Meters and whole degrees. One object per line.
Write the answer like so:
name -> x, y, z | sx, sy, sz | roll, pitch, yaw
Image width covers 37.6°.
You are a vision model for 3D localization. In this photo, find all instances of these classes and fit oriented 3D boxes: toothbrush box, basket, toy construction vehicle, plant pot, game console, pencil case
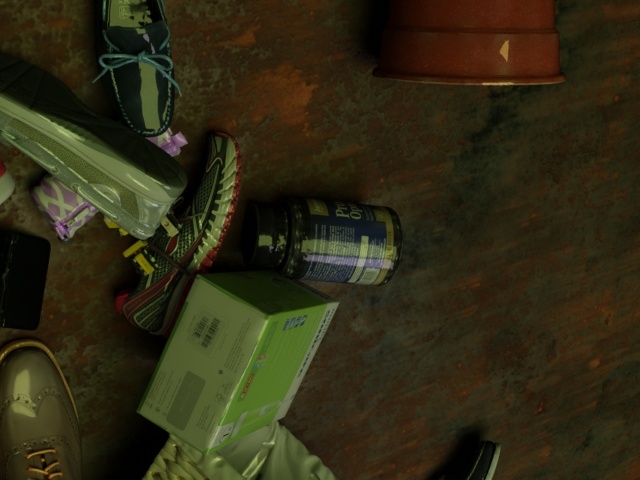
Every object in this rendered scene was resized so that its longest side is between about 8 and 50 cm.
toothbrush box -> -0.106, 0.158, 1.321 | 0.206, 0.122, 0.283 | -65, 161, 9
basket -> -0.096, 0.459, 1.371 | 0.266, 0.328, 0.331 | -53, 155, 6
toy construction vehicle -> -0.228, -0.014, 1.232 | 0.086, 0.035, 0.098 | -38, 98, 11
plant pot -> 0.209, -0.359, 1.297 | 0.272, 0.272, 0.265 | -8, 107, -28
game console -> -0.416, 0.050, 1.213 | 0.107, 0.071, 0.122 | 7, 83, -5
pencil case -> -0.277, -0.089, 1.214 | 0.206, 0.088, 0.086 | -42, 128, -10

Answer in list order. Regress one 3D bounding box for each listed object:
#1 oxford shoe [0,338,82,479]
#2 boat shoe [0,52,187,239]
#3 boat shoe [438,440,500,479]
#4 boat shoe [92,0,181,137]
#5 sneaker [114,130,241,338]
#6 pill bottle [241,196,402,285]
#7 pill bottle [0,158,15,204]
oxford shoe -> -0.370, 0.315, 1.276 | 0.130, 0.133, 0.363 | -11, 99, -30
boat shoe -> -0.317, -0.118, 1.115 | 0.320, 0.118, 0.103 | 30, 114, -12
boat shoe -> 0.244, 0.504, 1.784 | 0.302, 0.091, 0.114 | -63, 170, 1
boat shoe -> -0.234, -0.250, 1.133 | 0.109, 0.089, 0.258 | -17, 102, -15
sneaker -> -0.187, -0.011, 1.292 | 0.112, 0.121, 0.299 | 22, 91, -5
pill bottle -> 0.000, 0.000, 1.389 | 0.219, 0.123, 0.123 | 5, 108, -20
pill bottle -> -0.484, -0.143, 0.991 | 0.176, 0.176, 0.318 | -34, 110, -14
